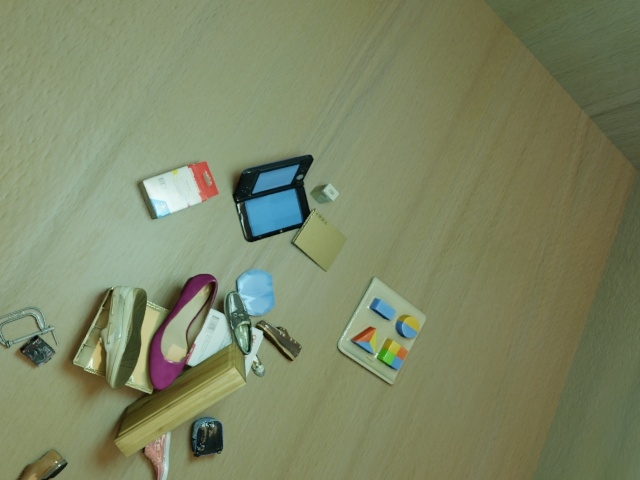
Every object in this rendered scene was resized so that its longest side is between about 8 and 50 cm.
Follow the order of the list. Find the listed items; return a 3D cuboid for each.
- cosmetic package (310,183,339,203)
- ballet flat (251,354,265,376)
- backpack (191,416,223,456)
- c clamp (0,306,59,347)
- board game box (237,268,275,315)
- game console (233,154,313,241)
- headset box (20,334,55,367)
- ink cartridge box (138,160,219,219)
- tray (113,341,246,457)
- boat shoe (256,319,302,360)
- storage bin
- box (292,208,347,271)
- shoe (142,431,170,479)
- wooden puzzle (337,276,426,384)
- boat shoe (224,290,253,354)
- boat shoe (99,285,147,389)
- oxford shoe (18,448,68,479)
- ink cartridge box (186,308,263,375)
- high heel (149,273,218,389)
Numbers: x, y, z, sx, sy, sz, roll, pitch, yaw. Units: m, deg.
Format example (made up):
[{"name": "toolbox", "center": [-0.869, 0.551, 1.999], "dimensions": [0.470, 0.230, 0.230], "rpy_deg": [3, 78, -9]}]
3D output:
[{"name": "cosmetic package", "center": [0.015, -0.180, 2.168], "dimensions": [0.060, 0.115, 0.041], "rpy_deg": [45, 68, -18]}, {"name": "ballet flat", "center": [-0.231, 0.447, 2.028], "dimensions": [0.041, 0.041, 0.114], "rpy_deg": [-34, 103, -27]}, {"name": "backpack", "center": [-0.386, 0.659, 1.899], "dimensions": [0.105, 0.084, 0.114], "rpy_deg": [2, 90, -30]}, {"name": "c clamp", "center": [-0.885, 0.273, 1.680], "dimensions": [0.161, 0.022, 0.137], "rpy_deg": [-14, 94, -30]}, {"name": "board game box", "center": [-0.239, 0.190, 2.047], "dimensions": [0.133, 0.033, 0.168], "rpy_deg": [-5, 84, -25]}, {"name": "game console", "center": [-0.149, -0.155, 2.049], "dimensions": [0.293, 0.250, 0.173], "rpy_deg": [-19, 69, -30]}, {"name": "headset box", "center": [-0.844, 0.334, 1.681], "dimensions": [0.062, 0.032, 0.083], "rpy_deg": [-42, 121, -18]}, {"name": "ink cartridge box", "center": [-0.480, -0.173, 1.908], "dimensions": [0.231, 0.078, 0.134], "rpy_deg": [-24, 99, -29]}, {"name": "tray", "center": [-0.425, 0.480, 1.731], "dimensions": [0.411, 0.203, 0.076], "rpy_deg": [-32, 104, -1]}, {"name": "boat shoe", "center": [-0.151, 0.355, 2.065], "dimensions": [0.207, 0.073, 0.073], "rpy_deg": [50, 64, -25]}, {"name": "storage bin", "center": [-0.607, 0.314, 1.778], "dimensions": [0.261, 0.123, 0.262], "rpy_deg": [29, 73, -24]}, {"name": "box", "center": [0.000, 0.000, 2.180], "dimensions": [0.201, 0.021, 0.164], "rpy_deg": [43, 70, -32]}, {"name": "shoe", "center": [-0.540, 0.704, 1.825], "dimensions": [0.081, 0.063, 0.177], "rpy_deg": [8, 77, -27]}, {"name": "wooden puzzle", "center": [0.271, 0.370, 2.294], "dimensions": [0.322, 0.081, 0.347], "rpy_deg": [37, 70, -22]}, {"name": "boat shoe", "center": [-0.264, 0.275, 1.873], "dimensions": [0.080, 0.073, 0.223], "rpy_deg": [-9, 87, -32]}, {"name": "boat shoe", "center": [-0.598, 0.286, 1.667], "dimensions": [0.098, 0.109, 0.301], "rpy_deg": [6, 82, 11]}, {"name": "oxford shoe", "center": [-0.858, 0.707, 1.650], "dimensions": [0.076, 0.076, 0.212], "rpy_deg": [44, 66, 13]}, {"name": "ink cartridge box", "center": [-0.362, 0.351, 1.917], "dimensions": [0.273, 0.114, 0.196], "rpy_deg": [29, 72, -24]}, {"name": "high heel", "center": [-0.420, 0.277, 1.711], "dimensions": [0.127, 0.181, 0.376], "rpy_deg": [20, 76, -27]}]
